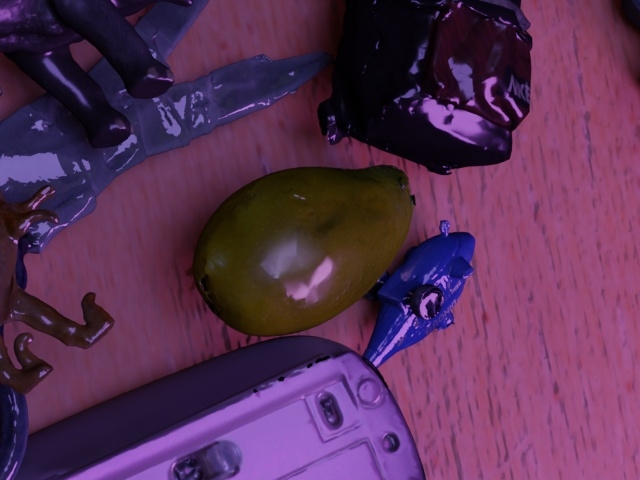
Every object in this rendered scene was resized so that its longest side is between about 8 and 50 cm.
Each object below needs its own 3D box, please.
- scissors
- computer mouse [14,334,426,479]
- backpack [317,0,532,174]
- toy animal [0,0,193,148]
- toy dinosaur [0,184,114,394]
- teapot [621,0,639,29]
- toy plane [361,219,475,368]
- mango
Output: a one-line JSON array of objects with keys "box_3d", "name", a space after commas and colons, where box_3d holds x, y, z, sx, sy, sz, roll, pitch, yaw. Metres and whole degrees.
[{"box_3d": [-0.149, -0.047, 0.895, 0.383, 0.029, 0.256, -41, 92, -27], "name": "scissors"}, {"box_3d": [-0.090, 0.163, 0.895, 0.310, 0.072, 0.158, -23, 93, -19], "name": "computer mouse"}, {"box_3d": [0.069, -0.127, 0.972, 0.120, 0.106, 0.165, 13, 81, -43], "name": "backpack"}, {"box_3d": [-0.126, -0.120, 0.865, 0.269, 0.082, 0.137, -16, 73, -33], "name": "toy animal"}, {"box_3d": [-0.183, 0.031, 0.824, 0.162, 0.039, 0.126, -40, 81, -23], "name": "toy dinosaur"}, {"box_3d": [0.317, -0.160, 1.087, 0.203, 0.171, 0.225, 35, 77, 13], "name": "teapot"}, {"box_3d": [0.044, 0.057, 0.990, 0.167, 0.054, 0.062, -50, 133, -21], "name": "toy plane"}, {"box_3d": [0.000, 0.000, 0.936, 0.165, 0.074, 0.091, -26, 129, -40], "name": "mango"}]
